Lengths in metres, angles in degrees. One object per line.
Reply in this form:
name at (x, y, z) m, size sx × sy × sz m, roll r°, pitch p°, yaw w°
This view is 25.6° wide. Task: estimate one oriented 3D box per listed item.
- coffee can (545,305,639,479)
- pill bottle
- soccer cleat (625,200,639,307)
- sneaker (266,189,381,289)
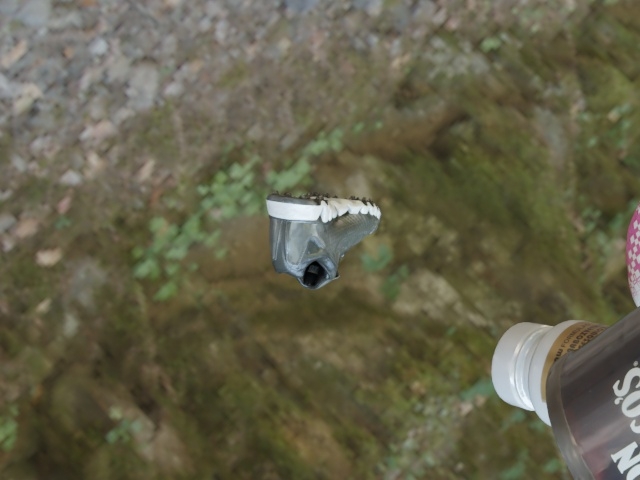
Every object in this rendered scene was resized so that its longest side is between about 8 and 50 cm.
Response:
coffee can at (0.333, 0.098, 1.030) m, size 0.275 × 0.201 × 0.201 m, roll -41°, pitch 171°, yaw 29°
pill bottle at (0.312, 0.160, 1.615) m, size 0.131 × 0.131 × 0.229 m, roll -37°, pitch -152°, yaw -29°
soccer cleat at (0.440, -0.044, 1.641) m, size 0.143 × 0.116 × 0.331 m, roll -97°, pitch -163°, yaw -71°
sneaker at (0.000, 0.000, 1.570) m, size 0.234 × 0.078 × 0.106 m, roll -2°, pitch 99°, yaw -67°
